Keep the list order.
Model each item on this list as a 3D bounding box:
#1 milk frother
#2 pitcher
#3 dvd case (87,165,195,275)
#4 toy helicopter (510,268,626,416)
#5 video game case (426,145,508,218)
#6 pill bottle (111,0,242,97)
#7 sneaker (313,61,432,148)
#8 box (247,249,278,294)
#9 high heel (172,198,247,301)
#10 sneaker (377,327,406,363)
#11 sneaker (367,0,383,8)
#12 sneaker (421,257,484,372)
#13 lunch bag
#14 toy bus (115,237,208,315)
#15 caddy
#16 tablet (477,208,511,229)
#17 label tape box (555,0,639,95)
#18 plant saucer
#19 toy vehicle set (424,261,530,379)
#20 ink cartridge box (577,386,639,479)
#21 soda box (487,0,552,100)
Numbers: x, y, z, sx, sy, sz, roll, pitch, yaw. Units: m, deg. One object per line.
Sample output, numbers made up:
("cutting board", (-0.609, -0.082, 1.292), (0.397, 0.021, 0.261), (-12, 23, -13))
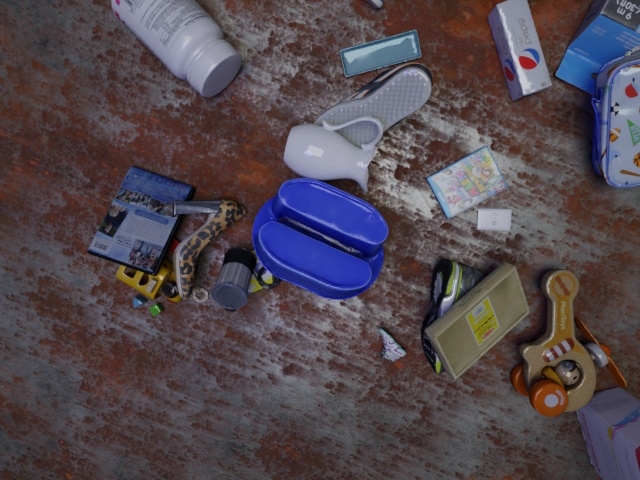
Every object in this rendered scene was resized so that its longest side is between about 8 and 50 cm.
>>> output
("milk frother", (-0.174, 0.103, 1.046), (0.143, 0.135, 0.129), (-4, 129, 8))
("pitcher", (0.030, -0.218, 0.988), (0.207, 0.125, 0.178), (15, 117, -1))
("dvd case", (-0.453, -0.053, 1.095), (0.180, 0.022, 0.253), (19, 73, 1))
("toy helicopter", (0.609, 0.245, 1.052), (0.234, 0.140, 0.356), (-3, 94, 2))
("video game case", (0.369, -0.145, 1.079), (0.166, 0.015, 0.119), (-29, 94, 7))
("pill bottle", (-0.332, -0.490, 1.014), (0.160, 0.160, 0.283), (-44, 92, 8))
("sneaker", (0.123, -0.311, 1.031), (0.321, 0.127, 0.126), (-21, 114, 31))
("box", (-0.145, 0.067, 1.129), (0.179, 0.043, 0.105), (-25, 95, 5))
("high heel", (-0.278, 0.024, 1.095), (0.186, 0.093, 0.262), (-2, 100, -26))
("sneaker", (0.172, 0.285, 1.134), (0.069, 0.038, 0.098), (-42, 92, 7))
("sneaker", (0.118, -0.635, 1.015), (0.084, 0.058, 0.152), (-40, 86, 16))
("sneaker", (0.338, 0.199, 1.081), (0.121, 0.111, 0.300), (7, 103, -7))
("lunch bag", (0.728, -0.274, 0.941), (0.243, 0.115, 0.304), (-6, 117, 20))
("toy bus", (-0.426, 0.104, 1.121), (0.202, 0.104, 0.191), (-15, 96, 6))
("caddy", (0.000, 0.000, 1.046), (0.341, 0.179, 0.241), (25, 75, -2))
("tablet", (0.442, -0.053, 1.090), (0.083, 0.006, 0.054), (2, 97, 4))
("label tape box", (0.743, -0.492, 0.962), (0.249, 0.115, 0.348), (27, 96, 1))
("plant saucer", (0.147, -0.459, 1.056), (0.191, 0.018, 0.067), (-13, 96, 6))
("toy vehicle set", (0.385, 0.194, 1.034), (0.266, 0.035, 0.166), (-37, 120, -11))
("ink cartridge box", (0.752, 0.514, 0.986), (0.131, 0.306, 0.226), (-17, 96, 5))
("soda box", (0.465, -0.447, 1.006), (0.069, 0.074, 0.216), (-20, 95, 6))
